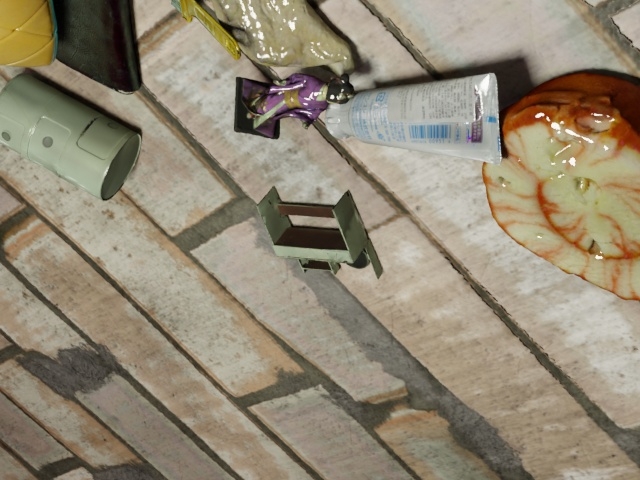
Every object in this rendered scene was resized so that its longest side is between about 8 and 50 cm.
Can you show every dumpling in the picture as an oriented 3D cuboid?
[{"bbox_3d":[-0.103,-0.324,1.743,0.166,0.086,0.332,-17,117,45],"label":"dumpling"}]

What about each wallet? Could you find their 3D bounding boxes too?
[{"bbox_3d":[-0.351,-0.361,1.922,0.172,0.045,0.318,27,145,17],"label":"wallet"}]

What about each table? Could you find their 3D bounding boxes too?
[{"bbox_3d":[-0.417,-0.169,2.127,0.220,0.126,0.126,28,144,7],"label":"table"},{"bbox_3d":[0.000,0.000,2.050,0.146,0.062,0.175,4,132,35],"label":"table"}]

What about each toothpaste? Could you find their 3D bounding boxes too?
[{"bbox_3d":[0.125,-0.162,1.711,0.299,0.073,0.114,8,104,49],"label":"toothpaste"}]

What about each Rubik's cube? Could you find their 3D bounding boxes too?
[{"bbox_3d":[-0.464,-0.365,1.907,0.254,0.254,0.254,21,142,18],"label":"Rubik's cube"}]

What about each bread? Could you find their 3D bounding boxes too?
[{"bbox_3d":[0.368,-0.062,1.648,0.328,0.114,0.295,23,144,14],"label":"bread"}]

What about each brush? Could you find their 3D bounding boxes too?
[{"bbox_3d":[-0.162,-0.305,1.776,0.218,0.010,0.082,49,158,39],"label":"brush"}]

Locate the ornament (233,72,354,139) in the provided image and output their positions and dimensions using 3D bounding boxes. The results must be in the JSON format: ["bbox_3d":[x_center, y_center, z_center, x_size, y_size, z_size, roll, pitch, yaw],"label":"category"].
[{"bbox_3d":[-0.032,-0.185,1.790,0.088,0.081,0.203,6,178,-41],"label":"ornament"}]
